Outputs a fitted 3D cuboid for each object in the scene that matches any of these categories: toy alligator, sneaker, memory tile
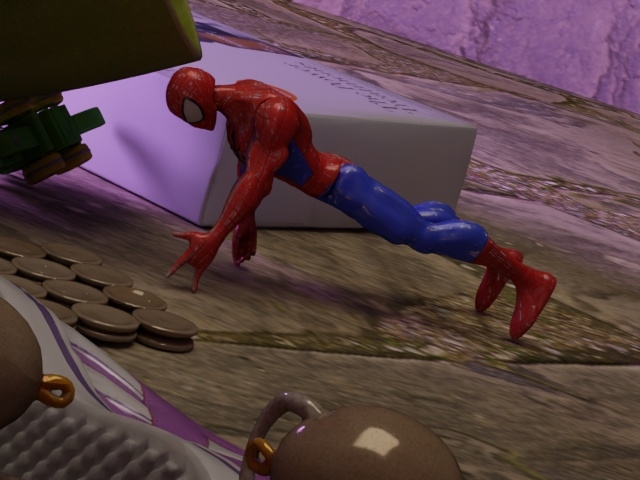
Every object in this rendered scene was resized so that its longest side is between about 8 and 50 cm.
[{"bbox_3d":[-0.206,-0.061,1.289,0.051,0.056,0.189,-27,1,26],"label":"toy alligator"},{"bbox_3d":[-0.057,0.100,0.683,0.161,0.102,0.282,25,4,-38],"label":"sneaker"},{"bbox_3d":[-0.142,0.026,1.052,0.113,0.012,0.148,7,15,-37],"label":"memory tile"}]

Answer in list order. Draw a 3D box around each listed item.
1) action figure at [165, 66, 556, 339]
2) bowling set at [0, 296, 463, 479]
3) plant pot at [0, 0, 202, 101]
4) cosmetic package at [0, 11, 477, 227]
[{"bbox_3d":[0.000,0.000,1.212,0.280,0.139,0.091,35,0,-24],"label":"action figure"},{"bbox_3d":[-0.008,0.127,0.432,0.287,0.154,0.200,15,12,-3],"label":"bowling set"},{"bbox_3d":[-0.260,-0.190,1.239,0.293,0.275,0.275,-21,14,2],"label":"plant pot"},{"bbox_3d":[-0.111,-0.111,1.521,0.377,0.097,0.284,25,18,37],"label":"cosmetic package"}]
